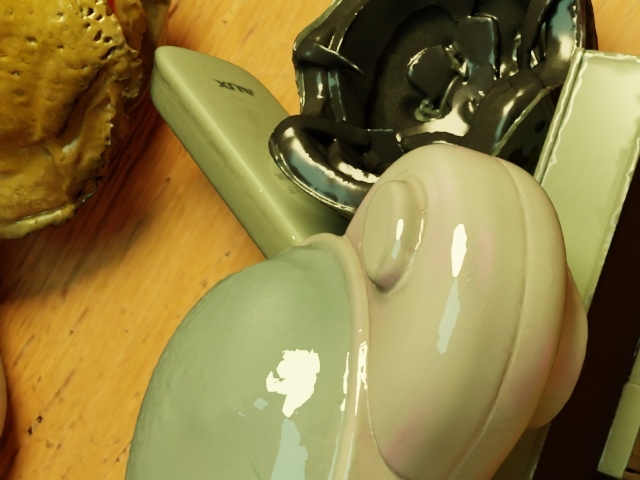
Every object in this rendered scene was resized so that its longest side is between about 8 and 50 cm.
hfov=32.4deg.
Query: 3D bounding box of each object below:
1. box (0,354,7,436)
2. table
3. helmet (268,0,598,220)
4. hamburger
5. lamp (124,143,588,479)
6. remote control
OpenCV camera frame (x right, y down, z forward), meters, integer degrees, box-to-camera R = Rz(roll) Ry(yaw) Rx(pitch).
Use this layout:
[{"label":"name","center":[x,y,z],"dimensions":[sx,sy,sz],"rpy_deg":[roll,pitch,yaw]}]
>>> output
[{"label":"box","center":[-0.371,0.109,0.754],"dimensions":[0.349,0.141,0.288],"rpy_deg":[-39,58,18]},{"label":"table","center":[0.134,0.063,0.439],"dimensions":[0.111,0.122,0.240],"rpy_deg":[16,84,37]},{"label":"helmet","center":[0.069,-0.068,0.540],"dimensions":[0.153,0.107,0.176],"rpy_deg":[-7,52,36]},{"label":"hamburger","center":[-0.210,-0.134,0.678],"dimensions":[0.244,0.244,0.163],"rpy_deg":[-25,24,25]},{"label":"lamp","center":[-0.006,0.067,0.405],"dimensions":[0.246,0.108,0.179],"rpy_deg":[-56,27,31]},{"label":"remote control","center":[0.000,-0.001,0.574],"dimensions":[0.038,0.090,0.309],"rpy_deg":[-53,52,22]}]
